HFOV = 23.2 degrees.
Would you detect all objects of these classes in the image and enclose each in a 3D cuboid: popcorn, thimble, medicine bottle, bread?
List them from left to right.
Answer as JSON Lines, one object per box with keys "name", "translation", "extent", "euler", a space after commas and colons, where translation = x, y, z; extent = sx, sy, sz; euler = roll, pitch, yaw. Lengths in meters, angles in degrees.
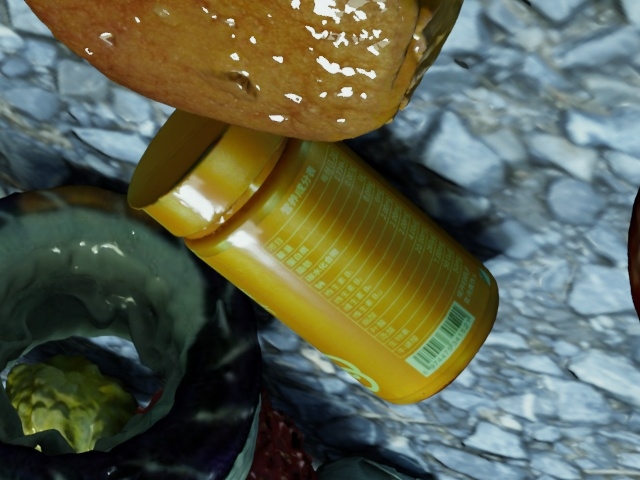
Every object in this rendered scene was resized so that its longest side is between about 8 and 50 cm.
{"name": "popcorn", "translation": [-0.188, 0.133, 1.167], "extent": [0.116, 0.120, 0.106], "euler": [-37, 78, 29]}
{"name": "thimble", "translation": [-0.152, 0.094, 0.946], "extent": [0.237, 0.237, 0.150], "euler": [20, 150, 6]}
{"name": "bread", "translation": [-0.035, -0.125, 0.658], "extent": [0.199, 0.104, 0.199], "euler": [17, 146, 12]}
{"name": "medicine bottle", "translation": [0.000, 0.000, 0.831], "extent": [0.192, 0.096, 0.096], "euler": [39, 146, -24]}

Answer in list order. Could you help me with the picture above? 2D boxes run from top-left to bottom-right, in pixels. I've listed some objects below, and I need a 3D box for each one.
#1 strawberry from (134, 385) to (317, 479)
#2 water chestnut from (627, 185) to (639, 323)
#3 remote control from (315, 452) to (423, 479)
{"name": "strawberry", "translation": [-0.082, 0.188, 1.082], "extent": [0.184, 0.202, 0.187], "euler": [2, 171, -13]}
{"name": "water chestnut", "translation": [0.233, -0.040, 0.505], "extent": [0.300, 0.300, 0.300], "euler": [17, 148, 11]}
{"name": "remote control", "translation": [0.049, 0.240, 1.205], "extent": [0.104, 0.052, 0.247], "euler": [14, 148, 19]}
